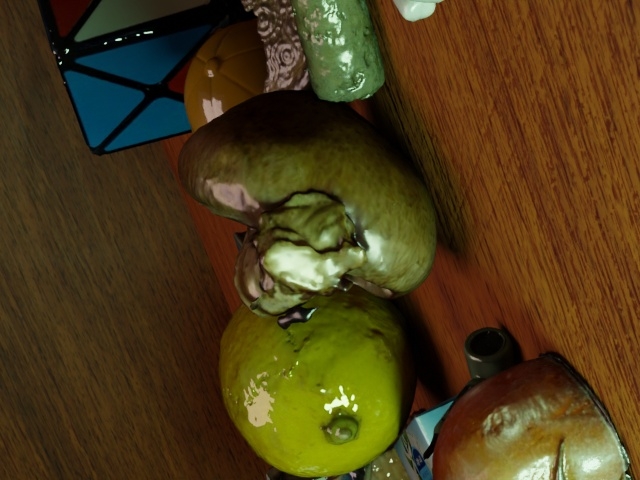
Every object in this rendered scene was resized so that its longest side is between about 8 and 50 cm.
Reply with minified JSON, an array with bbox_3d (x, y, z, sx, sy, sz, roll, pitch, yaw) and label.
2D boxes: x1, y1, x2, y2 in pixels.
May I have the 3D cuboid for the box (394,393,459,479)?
[{"bbox_3d":[0.162,0.269,1.611,0.142,0.083,0.232,62,168,13],"label":"box"}]

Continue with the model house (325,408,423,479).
[{"bbox_3d":[0.097,0.328,1.825,0.183,0.172,0.166,118,128,-77],"label":"model house"}]

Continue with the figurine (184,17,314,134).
[{"bbox_3d":[-0.068,-0.141,1.616,0.192,0.167,0.257,43,162,31],"label":"figurine"}]

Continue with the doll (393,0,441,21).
[{"bbox_3d":[0.044,-0.231,0.998,0.293,0.119,0.138,-149,44,-63],"label":"doll"}]

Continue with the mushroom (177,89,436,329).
[{"bbox_3d":[-0.008,-0.035,1.362,0.263,0.195,0.283,30,-153,-21],"label":"mushroom"}]

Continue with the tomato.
[{"bbox_3d":[0.178,0.221,1.233,0.180,0.155,0.214,-122,11,-56],"label":"tomato"}]

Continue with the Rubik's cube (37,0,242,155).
[{"bbox_3d":[-0.243,-0.296,1.868,0.246,0.248,0.250,85,166,-60],"label":"Rubik's cube"}]

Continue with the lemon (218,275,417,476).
[{"bbox_3d":[-0.005,0.160,1.732,0.260,0.261,0.284,78,-177,-50],"label":"lemon"}]

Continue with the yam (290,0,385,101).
[{"bbox_3d":[0.008,-0.217,1.296,0.078,0.078,0.179,51,163,55],"label":"yam"}]

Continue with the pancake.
[{"bbox_3d":[-0.050,-0.233,1.453,0.190,0.020,0.184,60,135,24],"label":"pancake"}]

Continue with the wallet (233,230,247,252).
[{"bbox_3d":[-0.043,0.130,2.361,0.360,0.083,0.252,48,166,56],"label":"wallet"}]

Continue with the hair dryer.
[{"bbox_3d":[0.139,0.156,1.312,0.047,0.150,0.071,14,139,34],"label":"hair dryer"}]

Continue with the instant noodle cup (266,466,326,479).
[{"bbox_3d":[0.046,0.517,2.341,0.294,0.294,0.307,-176,69,-79],"label":"instant noodle cup"}]
